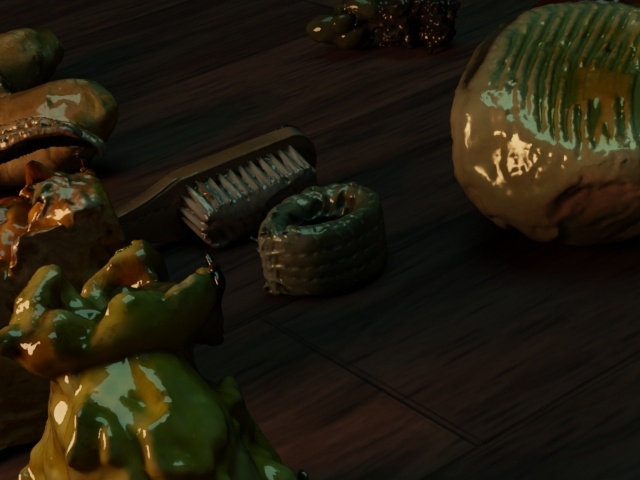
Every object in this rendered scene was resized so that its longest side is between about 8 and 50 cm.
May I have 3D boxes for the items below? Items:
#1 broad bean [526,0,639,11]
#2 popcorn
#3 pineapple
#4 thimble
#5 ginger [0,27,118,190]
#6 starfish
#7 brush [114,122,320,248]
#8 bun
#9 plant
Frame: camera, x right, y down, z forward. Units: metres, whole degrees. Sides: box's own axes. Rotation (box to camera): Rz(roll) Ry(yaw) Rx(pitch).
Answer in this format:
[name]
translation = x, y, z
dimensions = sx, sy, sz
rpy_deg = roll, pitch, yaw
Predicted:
[broad bean]
translation = 0.286, -0.230, 1.472
dimensions = 0.165, 0.084, 0.114
rpy_deg = -11, -7, -3
[popcorn]
translation = -0.099, 0.107, 0.794
dimensions = 0.174, 0.195, 0.168
rpy_deg = -7, 18, -9
[pineapple]
translation = -0.194, 0.059, 0.977
dimensions = 0.236, 0.186, 0.114
rpy_deg = -50, 32, 12
[thimble]
translation = 0.000, 0.000, 1.123
dimensions = 0.110, 0.062, 0.084
rpy_deg = -20, 28, -23
[ginger]
translation = -0.398, -0.116, 1.429
dimensions = 0.348, 0.122, 0.363
rpy_deg = -18, 34, -15
[starfish]
translation = -0.257, -0.065, 1.000
dimensions = 0.213, 0.056, 0.238
rpy_deg = -6, 11, -42
[brush]
translation = -0.134, -0.010, 1.187
dimensions = 0.328, 0.070, 0.065
rpy_deg = -22, 40, -24
[bun]
translation = 0.215, -0.089, 1.148
dimensions = 0.244, 0.153, 0.243
rpy_deg = 3, 44, -3
[plant]
translation = 0.072, -0.245, 1.572
dimensions = 0.174, 0.087, 0.085
rpy_deg = -2, -8, 19
